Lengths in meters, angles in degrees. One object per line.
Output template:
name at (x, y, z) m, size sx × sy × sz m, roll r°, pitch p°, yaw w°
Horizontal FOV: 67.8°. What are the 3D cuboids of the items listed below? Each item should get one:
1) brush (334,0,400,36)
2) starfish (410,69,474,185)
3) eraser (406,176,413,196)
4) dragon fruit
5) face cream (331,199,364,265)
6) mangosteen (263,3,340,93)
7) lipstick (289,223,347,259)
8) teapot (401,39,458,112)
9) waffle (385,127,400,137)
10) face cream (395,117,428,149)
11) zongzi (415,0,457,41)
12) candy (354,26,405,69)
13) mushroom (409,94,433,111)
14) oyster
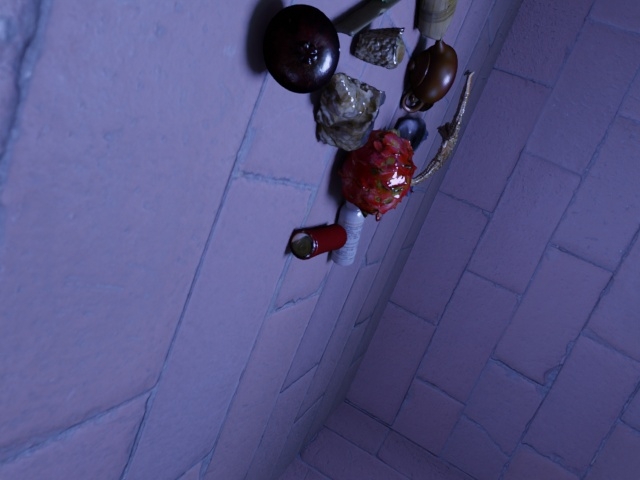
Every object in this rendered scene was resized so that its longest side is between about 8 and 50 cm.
brush at (0.109, -0.487, 0.978) m, size 0.282 × 0.054 × 0.048 m, roll -51°, pitch 149°, yaw -36°
starfish at (0.376, -0.328, 1.537) m, size 0.398 × 0.132 × 0.383 m, roll -49°, pitch 168°, yaw -18°
eraser at (0.298, -0.238, 1.779) m, size 0.046 × 0.092 × 0.212 m, roll -59°, pitch 160°, yaw -11°
dragon fruit at (0.147, -0.169, 1.287) m, size 0.205 × 0.210 × 0.268 m, roll -86°, pitch 180°, yaw -48°
face cream at (0.091, -0.041, 1.482) m, size 0.082 × 0.082 × 0.268 m, roll -45°, pitch 155°, yaw -45°
mangosteen at (-0.032, -0.302, 0.757) m, size 0.140 × 0.140 × 0.140 m, roll -53°, pitch 159°, yaw -31°
lipstick at (0.000, 0.000, 1.291) m, size 0.241 × 0.080 × 0.080 m, roll -14°, pitch 127°, yaw -68°
teapot at (0.319, -0.500, 1.459) m, size 0.252 × 0.135 × 0.178 m, roll 123°, pitch -22°, yaw -44°
waffle at (0.177, -0.231, 1.511) m, size 0.261 × 0.056 × 0.249 m, roll -43°, pitch 152°, yaw -44°
face cream at (0.328, -0.372, 1.708) m, size 0.291 × 0.071 × 0.143 m, roll -31°, pitch 145°, yaw -58°
zongzi at (0.331, -0.671, 1.292) m, size 0.194 × 0.099 × 0.197 m, roll 84°, pitch 29°, yaw -58°
candy at (0.133, -0.423, 1.043) m, size 0.095 × 0.110 × 0.085 m, roll -56°, pitch 154°, yaw -57°
mushroom at (0.355, -0.494, 1.595) m, size 0.109 × 0.085 × 0.126 m, roll -54°, pitch 175°, yaw -25°
oyster at (0.074, -0.280, 1.063) m, size 0.166 × 0.110 × 0.341 m, roll -55°, pitch 174°, yaw -9°
